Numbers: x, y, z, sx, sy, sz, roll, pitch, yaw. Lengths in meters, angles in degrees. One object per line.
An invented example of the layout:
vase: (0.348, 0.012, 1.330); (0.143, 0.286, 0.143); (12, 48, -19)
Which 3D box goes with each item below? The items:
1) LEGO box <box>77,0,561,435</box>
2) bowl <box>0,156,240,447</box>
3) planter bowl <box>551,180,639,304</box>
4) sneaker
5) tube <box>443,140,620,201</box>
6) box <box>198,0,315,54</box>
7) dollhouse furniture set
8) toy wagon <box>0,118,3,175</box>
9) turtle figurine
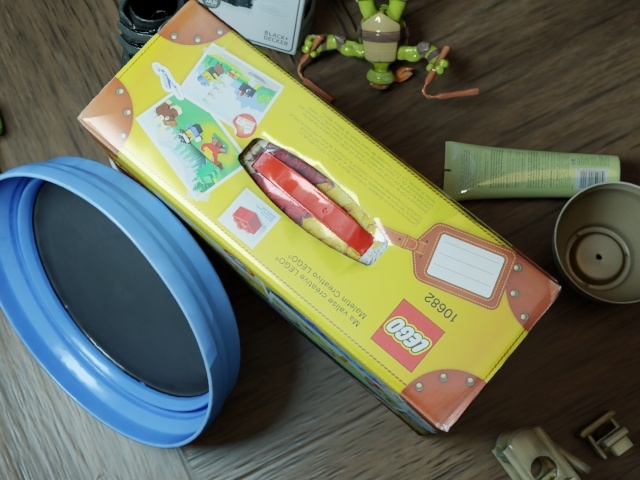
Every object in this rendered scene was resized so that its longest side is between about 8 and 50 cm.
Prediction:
LEGO box: (0.000, 0.000, 1.080); (0.500, 0.372, 0.193); (39, 82, 11)
bowl: (-0.258, 0.075, 1.087); (0.391, 0.391, 0.077); (40, 48, 10)
planter bowl: (0.383, 0.013, 1.196); (0.162, 0.109, 0.162); (0, 77, 1)
sneaker: (-0.254, -0.236, 1.261); (0.105, 0.147, 0.295); (11, 79, 3)
tube: (0.294, -0.095, 1.256); (0.240, 0.062, 0.070); (2, 33, 8)
box: (-0.077, -0.421, 1.229); (0.169, 0.289, 0.087); (17, 41, 7)
dollhouse furniture set: (0.311, 0.248, 1.106); (0.161, 0.182, 0.101); (-35, 78, -5)
toy wagon: (-0.571, -0.050, 1.270); (0.267, 0.068, 0.344); (-16, 77, -1)
turtle figurine: (0.100, -0.301, 1.265); (0.270, 0.087, 0.217); (10, 120, 17)
